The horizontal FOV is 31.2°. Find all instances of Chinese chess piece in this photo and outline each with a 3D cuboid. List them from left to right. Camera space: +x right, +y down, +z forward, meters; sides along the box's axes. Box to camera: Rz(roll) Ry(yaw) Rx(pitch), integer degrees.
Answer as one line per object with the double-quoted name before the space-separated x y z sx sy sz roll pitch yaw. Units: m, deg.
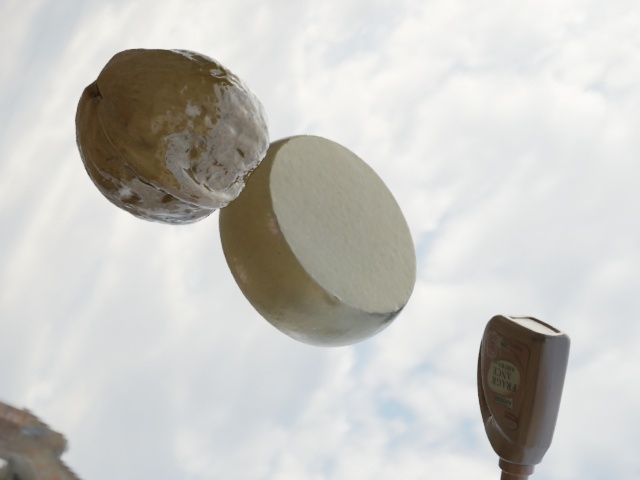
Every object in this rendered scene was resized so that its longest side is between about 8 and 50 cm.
"Chinese chess piece" 0.000 0.000 1.396 0.102 0.273 0.273 -33 -142 37

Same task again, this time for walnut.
"walnut" -0.126 -0.087 0.969 0.166 0.167 0.149 -48 -148 24

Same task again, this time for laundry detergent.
"laundry detergent" 0.275 0.225 1.645 0.171 0.076 0.237 -148 -116 -63
